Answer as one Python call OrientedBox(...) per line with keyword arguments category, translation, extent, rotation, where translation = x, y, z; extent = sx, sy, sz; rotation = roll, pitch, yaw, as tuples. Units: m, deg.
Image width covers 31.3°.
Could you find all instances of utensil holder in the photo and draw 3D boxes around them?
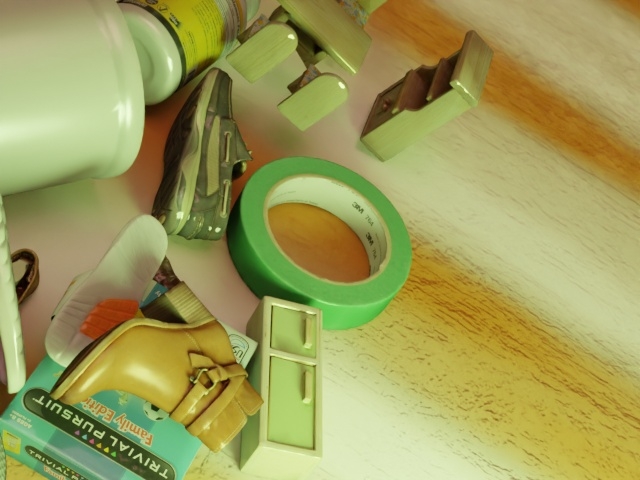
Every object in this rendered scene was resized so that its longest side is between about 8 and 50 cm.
OrientedBox(category="utensil holder", translation=(-0.512, -0.217, 1.711), extent=(0.385, 0.328, 0.328), rotation=(-17, 63, -34))

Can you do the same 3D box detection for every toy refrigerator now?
OrientedBox(category="toy refrigerator", translation=(-0.057, 0.222, 1.746), extent=(0.102, 0.094, 0.270), rotation=(15, 47, -17))

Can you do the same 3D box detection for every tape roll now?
OrientedBox(category="tape roll", translation=(0.000, 0.000, 1.975), extent=(0.321, 0.077, 0.321), rotation=(15, 48, -17))

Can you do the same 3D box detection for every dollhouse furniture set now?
OrientedBox(category="dollhouse furniture set", translation=(0.088, -0.373, 2.122), extent=(0.394, 0.256, 0.362), rotation=(43, 42, -20))

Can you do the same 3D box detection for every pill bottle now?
OrientedBox(category="pill bottle", translation=(-0.254, -0.398, 2.088), extent=(0.188, 0.188, 0.334), rotation=(38, 45, 4))

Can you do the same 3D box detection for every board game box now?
OrientedBox(category="board game box", translation=(-0.271, 0.216, 1.645), extent=(0.253, 0.079, 0.336), rotation=(31, 45, -2))

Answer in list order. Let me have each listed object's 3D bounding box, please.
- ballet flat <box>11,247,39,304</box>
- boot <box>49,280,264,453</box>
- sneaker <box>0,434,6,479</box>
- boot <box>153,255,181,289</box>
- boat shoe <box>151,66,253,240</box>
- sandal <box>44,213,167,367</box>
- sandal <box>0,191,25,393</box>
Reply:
OrientedBox(category="ballet flat", translation=(-0.477, 0.094, 1.638), extent=(0.080, 0.073, 0.232), rotation=(29, 46, -4))
OrientedBox(category="boot", translation=(-0.212, 0.204, 1.549), extent=(0.220, 0.109, 0.283), rotation=(56, 36, -2))
OrientedBox(category="sneaker", translation=(-0.494, 0.256, 1.452), extent=(0.163, 0.086, 0.226), rotation=(-19, 56, -6))
OrientedBox(category="boot", translation=(-0.257, 0.078, 1.801), extent=(0.106, 0.037, 0.114), rotation=(-23, 71, -37))
OrientedBox(category="boat shoe", translation=(-0.193, -0.140, 1.967), extent=(0.130, 0.132, 0.356), rotation=(25, 54, -22))
OrientedBox(category="sandal", translation=(-0.306, 0.077, 1.631), extent=(0.102, 0.076, 0.265), rotation=(46, 53, -22))
OrientedBox(category="sandal", translation=(-0.467, 0.001, 1.518), extent=(0.102, 0.169, 0.417), rotation=(-10, 96, -13))
